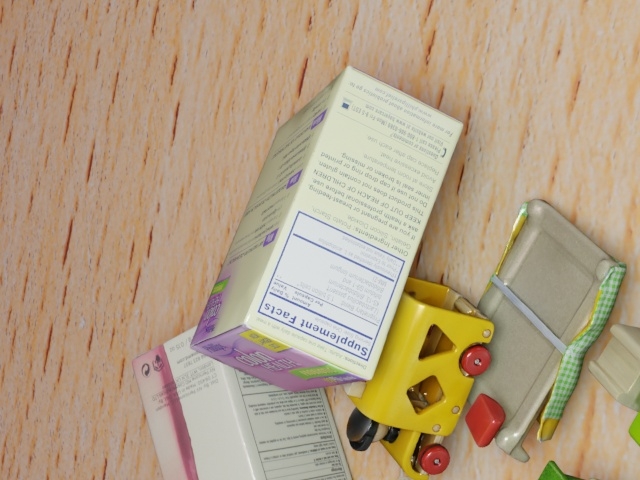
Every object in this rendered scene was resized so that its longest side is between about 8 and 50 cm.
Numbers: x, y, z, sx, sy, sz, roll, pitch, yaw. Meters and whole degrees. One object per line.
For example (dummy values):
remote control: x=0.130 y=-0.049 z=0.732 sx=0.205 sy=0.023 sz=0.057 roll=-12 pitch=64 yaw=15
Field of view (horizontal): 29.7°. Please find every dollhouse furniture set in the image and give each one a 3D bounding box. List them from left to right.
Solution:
dollhouse furniture set: x=0.251 y=0.123 z=1.023 sx=0.197 sy=0.151 sz=0.301 roll=-63 pitch=27 yaw=16

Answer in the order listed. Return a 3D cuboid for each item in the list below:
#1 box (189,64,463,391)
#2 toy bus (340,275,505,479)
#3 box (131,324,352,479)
box: x=0.000 y=0.000 z=1.084 sx=0.243 sy=0.117 sz=0.213 roll=-68 pitch=13 yaw=-17
toy bus: x=0.069 y=0.129 z=1.081 sx=0.191 sy=0.104 sz=0.202 roll=-43 pitch=39 yaw=50
box: x=-0.073 y=0.204 z=1.219 sx=0.127 sy=0.149 sz=0.232 roll=-28 pitch=71 yaw=34
